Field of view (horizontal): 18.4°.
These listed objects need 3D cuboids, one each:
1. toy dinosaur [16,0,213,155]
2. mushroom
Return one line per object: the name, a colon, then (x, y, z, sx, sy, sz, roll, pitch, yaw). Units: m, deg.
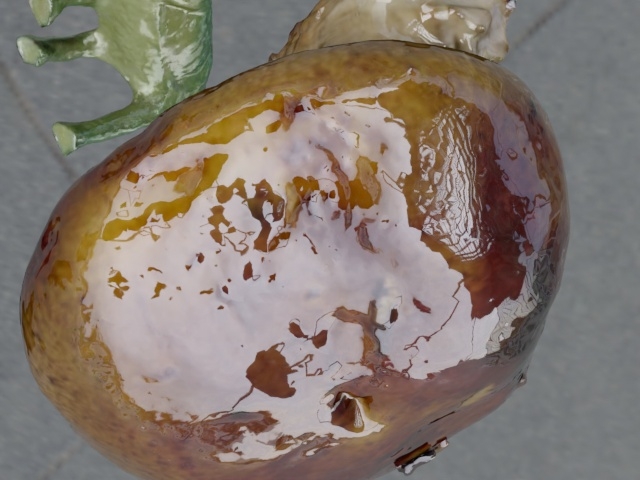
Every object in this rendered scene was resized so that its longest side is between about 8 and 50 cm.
toy dinosaur: (-0.084, -0.165, 1.483, 0.301, 0.087, 0.447, -13, 130, -44)
mushroom: (0.000, 0.000, 1.167, 0.345, 0.345, 0.259, 13, 48, -36)
